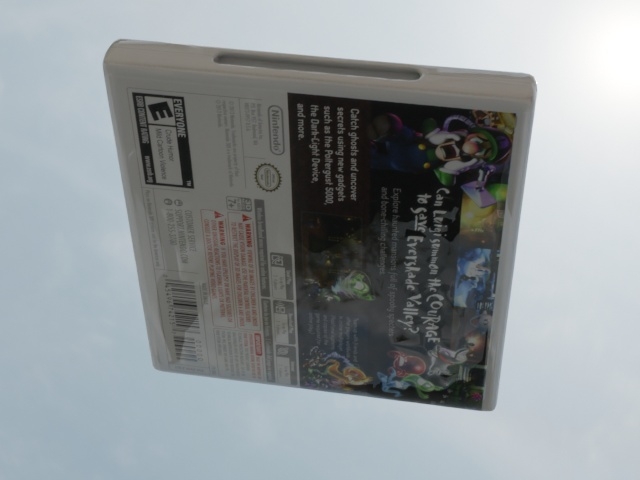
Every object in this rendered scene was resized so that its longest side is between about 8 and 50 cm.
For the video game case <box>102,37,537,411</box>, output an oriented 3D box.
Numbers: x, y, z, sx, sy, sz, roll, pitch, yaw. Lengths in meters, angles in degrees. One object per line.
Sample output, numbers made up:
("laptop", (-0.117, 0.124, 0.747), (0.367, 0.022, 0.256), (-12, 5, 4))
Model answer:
("video game case", (0.000, 0.000, 0.539), (0.173, 0.190, 0.022), (6, -137, 8))
